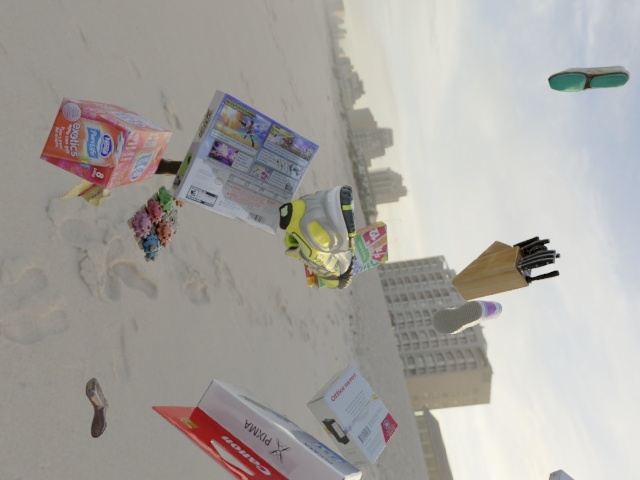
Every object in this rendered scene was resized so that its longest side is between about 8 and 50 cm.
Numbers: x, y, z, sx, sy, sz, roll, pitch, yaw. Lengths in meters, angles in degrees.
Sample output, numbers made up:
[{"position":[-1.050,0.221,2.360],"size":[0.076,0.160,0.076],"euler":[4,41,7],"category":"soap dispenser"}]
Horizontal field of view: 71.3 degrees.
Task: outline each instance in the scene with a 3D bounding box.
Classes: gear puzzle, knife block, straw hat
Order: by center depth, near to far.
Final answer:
[{"position":[-0.512,-0.112,1.013],"size":[0.061,0.145,0.144],"euler":[55,14,-20],"category":"straw hat"},{"position":[0.562,0.098,1.329],"size":[0.088,0.276,0.242],"euler":[48,2,-17],"category":"knife block"},{"position":[-0.511,-0.082,1.487],"size":[0.338,0.044,0.175],"euler":[-74,156,-54],"category":"gear puzzle"}]

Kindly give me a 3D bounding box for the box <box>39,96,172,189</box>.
[{"position":[-0.412,-0.194,0.894],"size":[0.122,0.128,0.257],"euler":[-62,-172,11],"category":"box"}]

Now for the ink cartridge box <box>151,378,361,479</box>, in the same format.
[{"position":[-0.094,0.339,0.754],"size":[0.066,0.297,0.261],"euler":[-59,153,-12],"category":"ink cartridge box"}]

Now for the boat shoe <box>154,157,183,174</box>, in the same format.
[{"position":[-0.405,-0.191,1.168],"size":[0.045,0.136,0.050],"euler":[139,-38,-87],"category":"boat shoe"}]

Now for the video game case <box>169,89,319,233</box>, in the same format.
[{"position":[-0.166,-0.167,1.019],"size":[0.061,0.270,0.244],"euler":[39,-77,48],"category":"video game case"}]

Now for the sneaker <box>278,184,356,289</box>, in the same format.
[{"position":[0.000,0.000,0.967],"size":[0.384,0.147,0.145],"euler":[83,5,-63],"category":"sneaker"}]

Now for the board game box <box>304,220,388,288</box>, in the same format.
[{"position":[0.076,0.042,1.253],"size":[0.039,0.260,0.124],"euler":[42,-34,54],"category":"board game box"}]

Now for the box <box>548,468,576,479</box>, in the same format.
[{"position":[0.711,0.836,1.209],"size":[0.322,0.232,0.058],"euler":[-44,167,-44],"category":"box"}]

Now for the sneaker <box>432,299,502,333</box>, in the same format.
[{"position":[0.575,0.298,1.730],"size":[0.282,0.161,0.102],"euler":[-33,-117,54],"category":"sneaker"}]

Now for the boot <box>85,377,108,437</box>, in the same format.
[{"position":[-0.557,0.410,1.100],"size":[0.106,0.037,0.114],"euler":[-114,-158,-51],"category":"boot"}]

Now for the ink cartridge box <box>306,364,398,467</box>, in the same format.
[{"position":[0.073,0.390,0.999],"size":[0.175,0.072,0.127],"euler":[53,43,4],"category":"ink cartridge box"}]

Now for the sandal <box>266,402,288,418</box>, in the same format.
[{"position":[-0.166,0.475,1.199],"size":[0.302,0.120,0.086],"euler":[68,-1,-65],"category":"sandal"}]

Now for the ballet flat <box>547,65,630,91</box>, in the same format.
[{"position":[0.612,-0.375,1.028],"size":[0.057,0.169,0.052],"euler":[77,23,-50],"category":"ballet flat"}]
